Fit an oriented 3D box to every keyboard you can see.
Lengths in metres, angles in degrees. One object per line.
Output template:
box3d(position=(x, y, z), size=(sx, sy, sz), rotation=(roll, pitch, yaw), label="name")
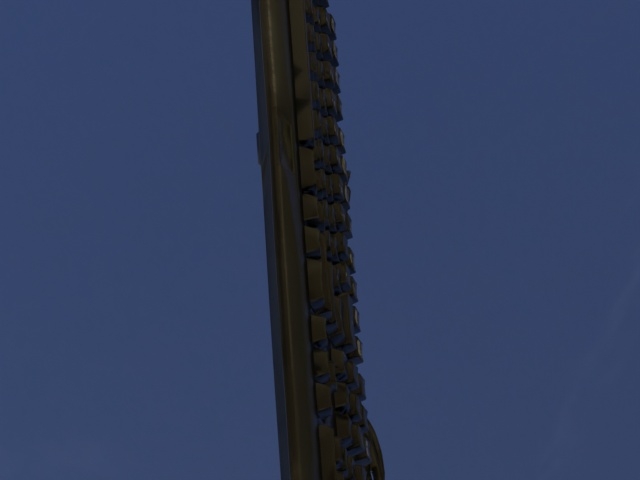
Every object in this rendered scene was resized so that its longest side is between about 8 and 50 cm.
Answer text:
box3d(position=(0.000, 0.000, 0.742), size=(0.033, 0.201, 0.317), rotation=(-5, -113, 4), label="keyboard")
